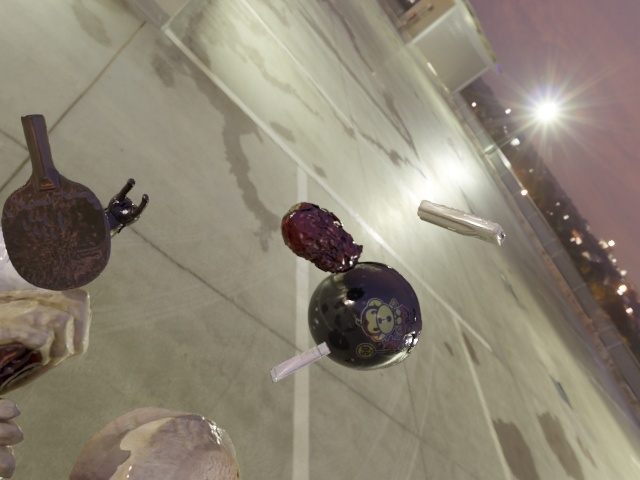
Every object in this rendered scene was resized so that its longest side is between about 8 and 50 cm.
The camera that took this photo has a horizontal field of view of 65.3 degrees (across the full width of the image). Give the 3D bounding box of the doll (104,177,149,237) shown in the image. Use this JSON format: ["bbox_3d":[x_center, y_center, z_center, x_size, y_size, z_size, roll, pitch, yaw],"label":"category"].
[{"bbox_3d":[-0.362,-0.021,0.836,0.057,0.165,0.139,46,58,-10],"label":"doll"}]

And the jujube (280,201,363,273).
[{"bbox_3d":[-0.003,0.002,0.907,0.166,0.104,0.104,44,24,-19],"label":"jujube"}]

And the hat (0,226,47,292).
[{"bbox_3d":[-0.588,0.055,1.050,0.203,0.126,0.203,-5,96,-55],"label":"hat"}]

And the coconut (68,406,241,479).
[{"bbox_3d":[-0.304,0.461,0.903,0.329,0.329,0.329,44,25,-26],"label":"coconut"}]

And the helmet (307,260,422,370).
[{"bbox_3d":[0.062,0.161,1.048,0.160,0.279,0.230,-3,97,-53],"label":"helmet"}]

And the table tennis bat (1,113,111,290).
[{"bbox_3d":[-0.355,-0.047,0.662,0.022,0.131,0.234,-143,-133,-71],"label":"table tennis bat"}]

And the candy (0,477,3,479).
[{"bbox_3d":[-0.607,0.520,0.838,0.132,0.343,0.142,15,21,-13],"label":"candy"}]

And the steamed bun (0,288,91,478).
[{"bbox_3d":[-0.554,0.223,0.713,0.189,0.428,0.247,-134,-141,-66],"label":"steamed bun"}]

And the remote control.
[{"bbox_3d":[0.360,-0.045,1.296,0.230,0.049,0.090,24,-11,35],"label":"remote control"}]

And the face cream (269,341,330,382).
[{"bbox_3d":[-0.037,0.214,0.881,0.020,0.115,0.038,64,-3,-29],"label":"face cream"}]
